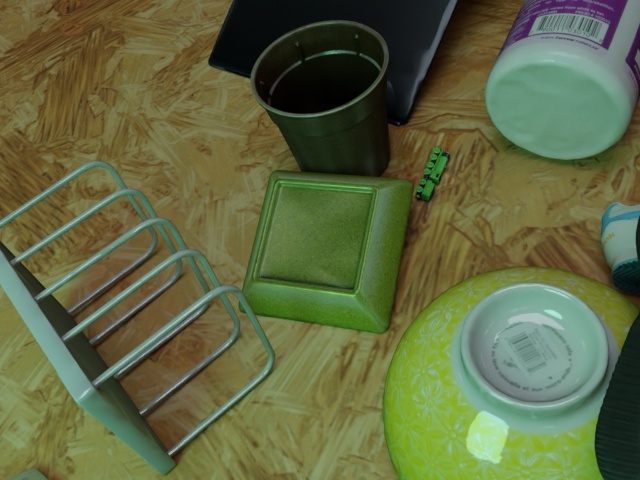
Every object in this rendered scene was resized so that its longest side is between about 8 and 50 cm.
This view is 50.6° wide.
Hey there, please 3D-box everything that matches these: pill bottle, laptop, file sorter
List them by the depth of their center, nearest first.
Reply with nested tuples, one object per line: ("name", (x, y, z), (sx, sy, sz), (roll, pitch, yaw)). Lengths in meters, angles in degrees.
("file sorter", (-0.209, 0.069, 0.739), (0.173, 0.193, 0.277), (-39, 54, -16))
("pill bottle", (0.328, -0.260, 0.837), (0.169, 0.169, 0.301), (16, 60, 26))
("laptop", (0.092, -0.398, 1.102), (0.382, 0.236, 0.408), (24, 36, 29))

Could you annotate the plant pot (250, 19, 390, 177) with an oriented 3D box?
("plant pot", (0.015, -0.158, 0.855), (0.167, 0.165, 0.167), (-7, 54, 10))

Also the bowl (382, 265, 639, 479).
("bowl", (0.189, 0.125, 0.604), (0.289, 0.156, 0.289), (-8, 52, 11))

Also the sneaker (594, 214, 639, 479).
("sneaker", (0.392, 0.077, 0.551), (0.447, 0.257, 0.169), (-56, 20, -25))

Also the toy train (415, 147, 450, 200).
("toy train", (0.143, -0.085, 0.858), (0.023, 0.017, 0.083), (19, 62, 16))

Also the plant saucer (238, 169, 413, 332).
("plant saucer", (0.000, 0.000, 0.788), (0.188, 0.045, 0.188), (6, 73, 20))

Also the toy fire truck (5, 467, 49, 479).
("toy fire truck", (-0.348, 0.340, 0.626), (0.217, 0.158, 0.246), (20, 73, 28))

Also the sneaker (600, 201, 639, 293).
("sneaker", (0.406, -0.013, 0.686), (0.228, 0.087, 0.092), (-7, 51, 9))
